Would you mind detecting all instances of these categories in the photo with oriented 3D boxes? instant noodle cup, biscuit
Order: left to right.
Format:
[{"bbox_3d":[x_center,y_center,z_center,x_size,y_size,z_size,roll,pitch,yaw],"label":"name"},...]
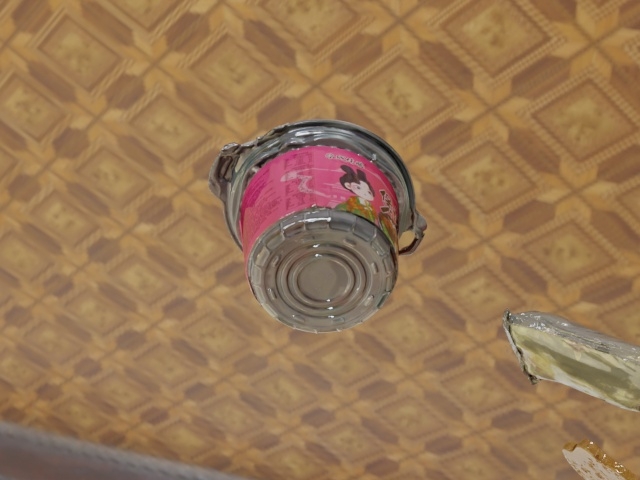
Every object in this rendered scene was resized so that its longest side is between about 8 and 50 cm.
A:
[{"bbox_3d":[0.000,0.000,1.403,0.302,0.181,0.258,11,124,-9],"label":"instant noodle cup"},{"bbox_3d":[0.415,0.332,1.633,0.140,0.023,0.118,21,152,52],"label":"biscuit"}]

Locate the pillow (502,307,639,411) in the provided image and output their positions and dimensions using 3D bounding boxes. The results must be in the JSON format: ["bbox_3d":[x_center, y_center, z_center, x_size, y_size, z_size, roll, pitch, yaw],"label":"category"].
[{"bbox_3d":[0.358,0.161,1.455,0.255,0.059,0.169,18,145,42],"label":"pillow"}]
